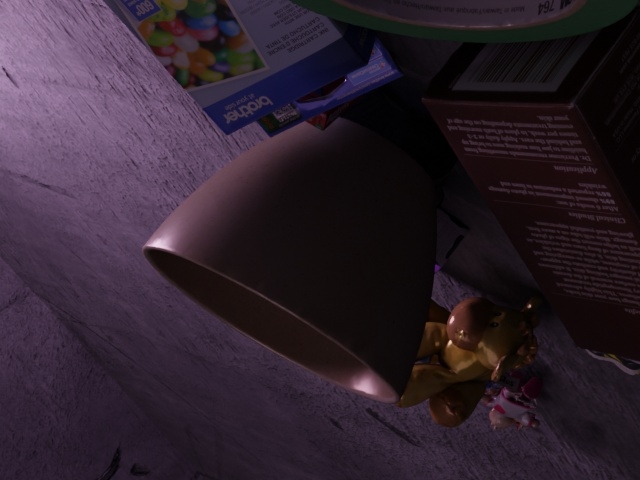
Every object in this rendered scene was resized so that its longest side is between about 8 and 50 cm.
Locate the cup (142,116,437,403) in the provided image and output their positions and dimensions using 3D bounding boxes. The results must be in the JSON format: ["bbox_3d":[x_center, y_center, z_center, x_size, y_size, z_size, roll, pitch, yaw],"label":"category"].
[{"bbox_3d":[0.000,0.000,1.497,0.331,0.237,0.331,29,167,7],"label":"cup"}]

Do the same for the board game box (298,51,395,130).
[{"bbox_3d":[-0.072,-0.230,1.479,0.281,0.145,0.027,30,137,17],"label":"board game box"}]

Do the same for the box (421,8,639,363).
[{"bbox_3d":[0.285,-0.043,1.314,0.191,0.143,0.381,9,142,48],"label":"box"}]

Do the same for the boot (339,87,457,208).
[{"bbox_3d":[0.050,-0.126,1.586,0.246,0.083,0.161,37,163,6],"label":"boot"}]

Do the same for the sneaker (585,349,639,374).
[{"bbox_3d":[0.371,0.136,1.669,0.083,0.031,0.035,26,141,17],"label":"sneaker"}]

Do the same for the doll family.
[{"bbox_3d":[0.205,0.184,1.928,0.263,0.118,0.163,19,150,-1],"label":"doll family"}]

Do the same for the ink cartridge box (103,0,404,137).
[{"bbox_3d":[-0.082,-0.219,1.255,0.186,0.065,0.311,-22,126,33],"label":"ink cartridge box"}]

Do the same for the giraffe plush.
[{"bbox_3d":[0.204,0.139,1.724,0.210,0.181,0.170,9,155,-18],"label":"giraffe plush"}]

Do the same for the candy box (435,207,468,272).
[{"bbox_3d":[0.075,-0.023,1.744,0.196,0.070,0.165,37,157,1],"label":"candy box"}]

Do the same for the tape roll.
[{"bbox_3d":[0.102,-0.244,1.077,0.321,0.077,0.321,8,173,1],"label":"tape roll"}]
